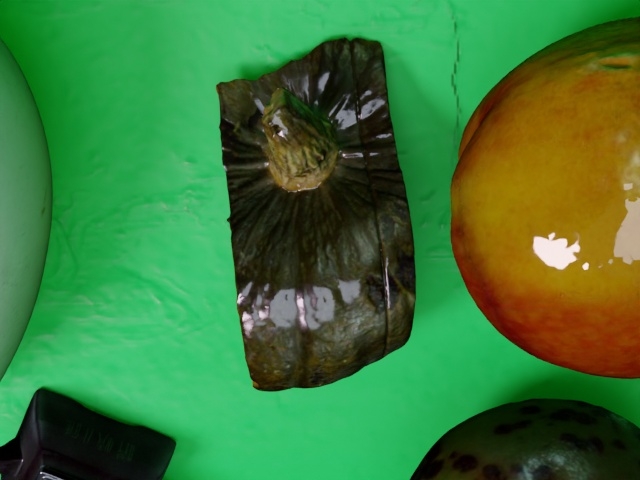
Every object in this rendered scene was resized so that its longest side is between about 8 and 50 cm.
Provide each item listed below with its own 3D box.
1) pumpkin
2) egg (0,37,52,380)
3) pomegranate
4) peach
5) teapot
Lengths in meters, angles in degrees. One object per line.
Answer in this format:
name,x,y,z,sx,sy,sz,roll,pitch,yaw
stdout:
pumpkin,-0.001,-0.003,1.239,0.131,0.126,0.248,-8,115,3
egg,-0.298,-0.002,1.193,0.230,0.230,0.371,8,122,-2
pomegranate,0.186,0.242,1.324,0.242,0.242,0.306,-44,148,20
peach,0.224,-0.032,1.149,0.281,0.238,0.281,2,142,2
teapot,-0.183,0.190,1.353,0.177,0.096,0.087,23,114,-10
